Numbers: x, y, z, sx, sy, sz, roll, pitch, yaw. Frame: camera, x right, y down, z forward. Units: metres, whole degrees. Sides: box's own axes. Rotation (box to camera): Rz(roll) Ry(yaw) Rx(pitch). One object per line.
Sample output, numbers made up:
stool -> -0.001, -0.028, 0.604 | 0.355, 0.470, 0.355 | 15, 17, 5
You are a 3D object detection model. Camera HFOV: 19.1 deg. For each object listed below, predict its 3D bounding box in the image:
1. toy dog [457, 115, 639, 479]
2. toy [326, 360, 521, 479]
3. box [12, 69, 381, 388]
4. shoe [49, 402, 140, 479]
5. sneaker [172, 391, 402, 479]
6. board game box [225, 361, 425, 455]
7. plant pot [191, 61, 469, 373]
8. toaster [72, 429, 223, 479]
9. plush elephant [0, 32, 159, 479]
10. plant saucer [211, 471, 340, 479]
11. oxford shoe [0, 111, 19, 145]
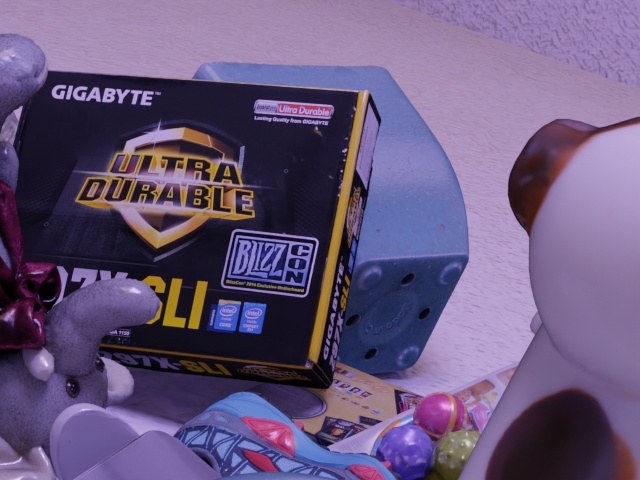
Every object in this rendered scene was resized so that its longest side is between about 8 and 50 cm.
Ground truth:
toy dog -> 0.206, 0.113, 1.279 | 0.395, 0.407, 0.284 | -1, 20, -36
toy -> 0.110, 0.157, 1.508 | 0.237, 0.056, 0.137 | -19, 39, -21
box -> -0.126, -0.015, 1.674 | 0.322, 0.257, 0.079 | 6, -17, 17
shoe -> -0.142, 0.172, 1.330 | 0.063, 0.178, 0.081 | -42, 31, -11
sneaker -> -0.030, 0.208, 1.405 | 0.125, 0.104, 0.262 | -24, 30, -34
board game box -> 0.060, 0.175, 1.618 | 0.243, 0.042, 0.165 | 20, 20, 28
plant pot -> 0.000, 0.000, 1.842 | 0.247, 0.247, 0.252 | -4, 40, -41
toaster -> -0.133, 0.217, 1.101 | 0.110, 0.168, 0.186 | 43, 20, 7
plush elephant -> -0.250, 0.062, 1.470 | 0.255, 0.330, 0.272 | 32, 28, -8
plant saucer -> 0.021, 0.256, 1.004 | 0.318, 0.044, 0.317 | 21, 47, -24
oxford shoe -> -0.362, -0.066, 2.020 | 0.130, 0.169, 0.449 | 49, -8, -24
